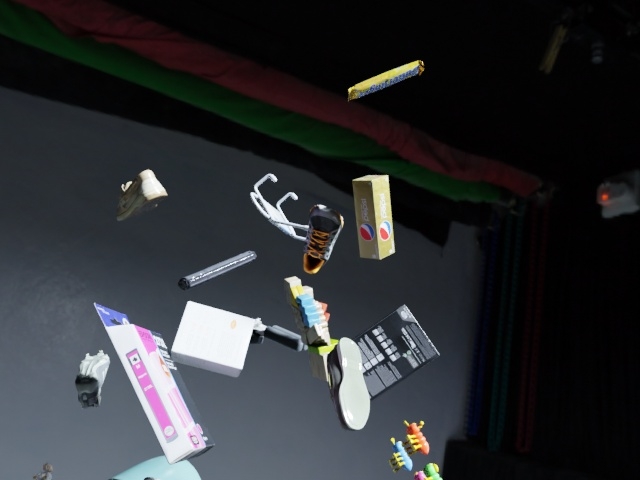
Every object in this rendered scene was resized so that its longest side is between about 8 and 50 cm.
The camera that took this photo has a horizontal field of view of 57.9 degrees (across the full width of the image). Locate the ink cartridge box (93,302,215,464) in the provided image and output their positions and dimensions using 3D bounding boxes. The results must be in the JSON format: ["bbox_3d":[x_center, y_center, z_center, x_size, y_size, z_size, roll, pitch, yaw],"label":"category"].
[{"bbox_3d":[-0.354,0.292,1.241,0.069,0.371,0.176,-32,-15,-5],"label":"ink cartridge box"}]

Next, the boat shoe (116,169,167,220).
[{"bbox_3d":[-0.639,-0.156,2.028,0.121,0.110,0.341,-26,3,-40],"label":"boat shoe"}]

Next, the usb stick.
[{"bbox_3d":[-0.333,0.097,1.886,0.278,0.045,0.077,-23,-4,-38],"label":"usb stick"}]

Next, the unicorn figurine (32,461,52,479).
[{"bbox_3d":[-0.838,0.736,1.699,0.060,0.162,0.111,39,-27,3],"label":"unicorn figurine"}]

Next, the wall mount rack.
[{"bbox_3d":[-0.112,-0.086,2.178,0.130,0.304,0.350,-37,-26,8],"label":"wall mount rack"}]

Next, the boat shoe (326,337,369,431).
[{"bbox_3d":[0.056,0.330,1.300,0.081,0.228,0.069,27,-54,-25],"label":"boat shoe"}]

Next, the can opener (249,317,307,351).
[{"bbox_3d":[-0.167,0.344,2.058,0.280,0.093,0.074,12,6,33],"label":"can opener"}]

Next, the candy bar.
[{"bbox_3d":[0.126,-0.310,1.119,0.161,0.018,0.040,-21,-21,-3],"label":"candy bar"}]

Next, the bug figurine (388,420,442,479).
[{"bbox_3d":[0.280,0.645,1.670,0.072,0.216,0.279,-18,-29,-18],"label":"bug figurine"}]

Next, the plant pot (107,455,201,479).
[{"bbox_3d":[-0.534,0.855,1.914,0.293,0.293,0.235,-1,14,36],"label":"plant pot"}]

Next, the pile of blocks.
[{"bbox_3d":[-0.002,0.269,1.868,0.112,0.362,0.149,-12,-20,-28],"label":"pile of blocks"}]

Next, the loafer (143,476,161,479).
[{"bbox_3d":[-0.306,0.520,1.162,0.125,0.039,0.045,29,-56,-2],"label":"loafer"}]

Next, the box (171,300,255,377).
[{"bbox_3d":[-0.260,0.241,1.401,0.170,0.130,0.091,17,-30,-8],"label":"box"}]

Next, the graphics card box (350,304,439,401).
[{"bbox_3d":[0.233,0.436,2.183,0.371,0.233,0.094,-36,-11,3],"label":"graphics card box"}]

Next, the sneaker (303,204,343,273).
[{"bbox_3d":[0.000,0.000,1.393,0.084,0.083,0.215,17,-39,7],"label":"sneaker"}]

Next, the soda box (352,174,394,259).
[{"bbox_3d":[0.120,-0.053,1.301,0.058,0.181,0.061,5,18,42],"label":"soda box"}]

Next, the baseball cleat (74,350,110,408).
[{"bbox_3d":[-0.586,0.363,1.480,0.072,0.109,0.206,-1,10,-6],"label":"baseball cleat"}]
